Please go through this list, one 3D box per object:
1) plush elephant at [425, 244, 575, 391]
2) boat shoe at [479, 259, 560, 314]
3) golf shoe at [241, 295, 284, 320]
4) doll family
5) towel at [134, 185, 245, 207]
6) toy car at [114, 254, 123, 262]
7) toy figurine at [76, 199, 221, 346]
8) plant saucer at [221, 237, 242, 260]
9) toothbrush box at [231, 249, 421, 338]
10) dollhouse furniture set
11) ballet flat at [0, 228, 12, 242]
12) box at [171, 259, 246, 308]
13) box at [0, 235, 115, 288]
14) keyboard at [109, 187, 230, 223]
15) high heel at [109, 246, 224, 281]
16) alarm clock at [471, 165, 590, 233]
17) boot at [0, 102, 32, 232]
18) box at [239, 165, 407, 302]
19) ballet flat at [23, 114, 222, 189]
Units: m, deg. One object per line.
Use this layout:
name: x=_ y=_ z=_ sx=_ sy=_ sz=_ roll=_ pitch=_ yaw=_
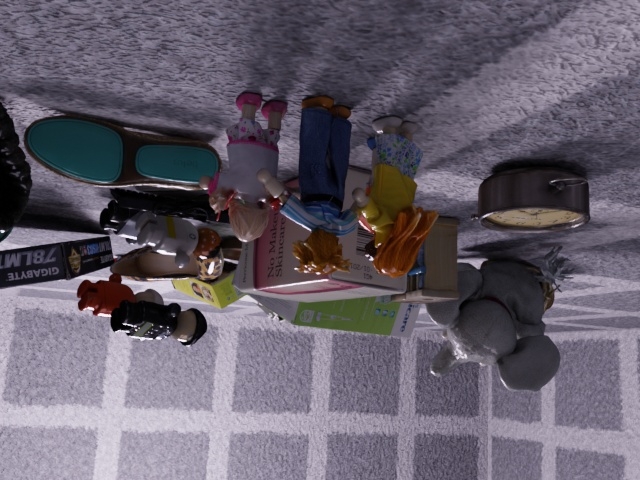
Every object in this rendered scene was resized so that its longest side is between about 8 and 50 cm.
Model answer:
plush elephant: x=0.305 y=0.162 z=1.266 sx=0.255 sy=0.272 sz=0.330 roll=-31 pitch=163 yaw=-39
boat shoe: x=0.447 y=0.108 z=1.479 sx=0.089 sy=0.104 sz=0.285 roll=-3 pitch=167 yaw=43
golf shoe: x=-0.147 y=0.169 z=1.938 sx=0.273 sy=0.120 sz=0.105 roll=-4 pitch=169 yaw=37
doll family: x=0.024 y=-0.044 z=0.654 sx=0.263 sy=0.163 sz=0.118 roll=11 pitch=167 yaw=-34
towel: x=-0.181 y=-0.067 z=0.985 sx=0.113 sy=0.023 sz=0.152 roll=1 pitch=171 yaw=20
toy car: x=-0.375 y=0.059 z=1.590 sx=0.239 sy=0.053 sz=0.225 roll=4 pitch=169 yaw=-6
toy figurine: x=-0.259 y=0.048 z=1.065 sx=0.148 sy=0.209 sz=0.213 roll=17 pitch=176 yaw=-41
plant saucer: x=-0.134 y=0.020 z=1.390 sx=0.168 sy=0.029 sz=0.168 roll=2 pitch=170 yaw=0
toothbrush box: x=0.019 y=0.075 z=1.228 sx=0.283 sy=0.122 sz=0.206 roll=14 pitch=-173 yaw=-39
dollhouse furniture set: x=0.111 y=0.029 z=1.100 sx=0.183 sy=0.129 sz=0.129 roll=5 pitch=169 yaw=-17
ballet flat: x=-0.614 y=-0.022 z=1.184 sx=0.087 sy=0.083 sz=0.247 roll=30 pitch=153 yaw=-35
box: x=-0.234 y=0.079 z=1.421 sx=0.087 sy=0.058 sz=0.232 roll=-30 pitch=-158 yaw=-30
box: x=-0.560 y=0.048 z=1.244 sx=0.295 sy=0.073 sz=0.293 roll=-9 pitch=-176 yaw=-3
keyboard: x=-0.180 y=-0.054 z=0.928 sx=0.192 sy=0.038 sz=0.100 roll=8 pitch=-166 yaw=-32
high heel: x=-0.292 y=0.045 z=1.293 sx=0.186 sy=0.093 sz=0.261 roll=-12 pitch=-176 yaw=-24
alarm clock: x=0.260 y=-0.053 z=0.809 sx=0.129 sy=0.064 sz=0.192 roll=4 pitch=171 yaw=-5
boot: x=-0.442 y=-0.065 z=0.763 sx=0.260 sy=0.131 sz=0.348 roll=3 pitch=169 yaw=0
box: x=0.000 y=0.000 z=0.932 sx=0.127 sy=0.149 sz=0.232 roll=11 pitch=166 yaw=-33
ballet flat: x=-0.214 y=-0.090 z=0.749 sx=0.206 sy=0.073 sz=0.067 roll=11 pitch=-178 yaw=-19
